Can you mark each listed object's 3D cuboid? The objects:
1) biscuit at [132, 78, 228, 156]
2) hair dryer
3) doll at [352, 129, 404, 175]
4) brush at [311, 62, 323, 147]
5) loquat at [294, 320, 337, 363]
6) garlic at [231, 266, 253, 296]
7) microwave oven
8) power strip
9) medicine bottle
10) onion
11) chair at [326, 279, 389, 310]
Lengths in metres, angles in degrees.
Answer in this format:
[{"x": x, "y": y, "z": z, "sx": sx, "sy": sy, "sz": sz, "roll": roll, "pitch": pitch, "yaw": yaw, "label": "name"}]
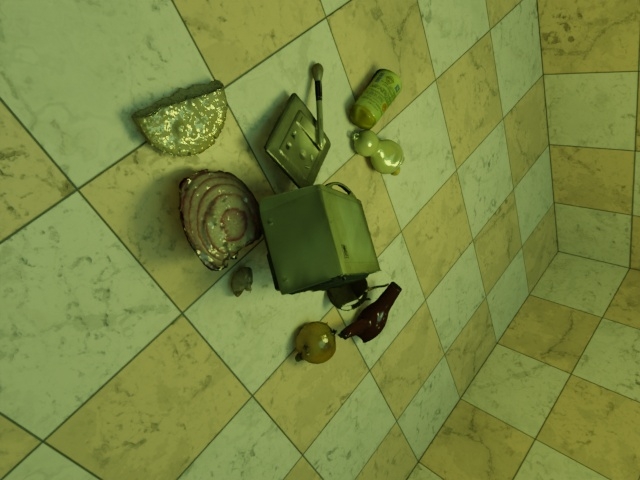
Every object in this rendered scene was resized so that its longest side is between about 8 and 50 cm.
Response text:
[{"x": -0.368, "y": -0.337, "z": 1.280, "sx": 0.281, "sy": 0.084, "sz": 0.179, "roll": -40, "pitch": 126, "yaw": -28, "label": "biscuit"}, {"x": 0.190, "y": 0.332, "z": 1.912, "sx": 0.340, "sy": 0.123, "sz": 0.313, "roll": -9, "pitch": 134, "yaw": -54, "label": "hair dryer"}, {"x": 0.233, "y": -0.364, "z": 1.827, "sx": 0.296, "sy": 0.117, "sz": 0.142, "roll": 26, "pitch": 92, "yaw": -31, "label": "doll"}, {"x": -0.006, "y": -0.468, "z": 1.559, "sx": 0.039, "sy": 0.042, "sz": 0.300, "roll": 4, "pitch": 84, "yaw": -72, "label": "brush"}, {"x": -0.021, "y": 0.416, "z": 1.804, "sx": 0.204, "sy": 0.149, "sz": 0.172, "roll": -39, "pitch": 129, "yaw": -7, "label": "loquat"}, {"x": -0.267, "y": 0.143, "z": 1.534, "sx": 0.074, "sy": 0.094, "sz": 0.113, "roll": 16, "pitch": 99, "yaw": -4, "label": "garlic"}, {"x": 0.000, "y": 0.000, "z": 1.497, "sx": 0.394, "sy": 0.246, "sz": 0.334, "roll": 6, "pitch": 68, "yaw": -66, "label": "microwave oven"}, {"x": -0.085, "y": -0.324, "z": 1.546, "sx": 0.257, "sy": 0.092, "sz": 0.251, "roll": 46, "pitch": 63, "yaw": -40, "label": "power strip"}, {"x": 0.209, "y": -0.537, "z": 1.735, "sx": 0.239, "sy": 0.124, "sz": 0.124, "roll": -55, "pitch": 132, "yaw": -13, "label": "medicine bottle"}, {"x": -0.324, "y": -0.073, "z": 1.375, "sx": 0.314, "sy": 0.146, "sz": 0.280, "roll": -40, "pitch": 107, "yaw": -46, "label": "onion"}, {"x": 0.143, "y": 0.194, "z": 1.873, "sx": 0.213, "sy": 0.174, "sz": 0.149, "roll": -14, "pitch": 152, "yaw": -35, "label": "chair"}]
